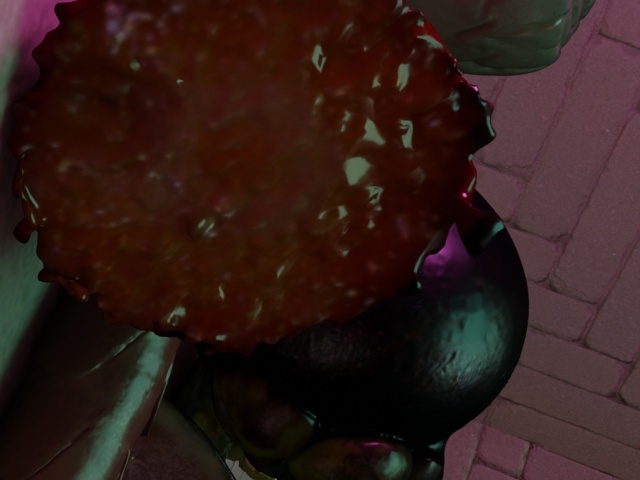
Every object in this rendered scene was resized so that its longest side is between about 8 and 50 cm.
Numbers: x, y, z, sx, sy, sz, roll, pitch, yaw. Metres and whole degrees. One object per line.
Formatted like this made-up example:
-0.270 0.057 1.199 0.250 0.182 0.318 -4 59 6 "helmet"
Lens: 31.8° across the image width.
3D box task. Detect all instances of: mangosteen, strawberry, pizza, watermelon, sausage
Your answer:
0.039 0.072 0.957 0.297 0.297 0.313 -33 99 -79 "mangosteen"
-0.034 -0.069 0.582 0.178 0.234 0.233 -104 -152 -59 "strawberry"
-0.129 0.210 1.143 0.189 0.071 0.296 -82 -169 -58 "pizza"
-0.119 0.234 0.950 0.231 0.146 0.128 101 11 -45 "watermelon"
-0.127 0.070 0.667 0.088 0.088 0.433 92 19 -71 "sausage"

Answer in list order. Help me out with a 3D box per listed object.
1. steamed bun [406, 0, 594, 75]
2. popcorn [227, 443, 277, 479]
0.121 -0.262 0.867 0.236 0.247 0.383 94 13 -48 "steamed bun"
-0.068 0.254 1.488 0.126 0.145 0.126 -27 148 -24 "popcorn"
